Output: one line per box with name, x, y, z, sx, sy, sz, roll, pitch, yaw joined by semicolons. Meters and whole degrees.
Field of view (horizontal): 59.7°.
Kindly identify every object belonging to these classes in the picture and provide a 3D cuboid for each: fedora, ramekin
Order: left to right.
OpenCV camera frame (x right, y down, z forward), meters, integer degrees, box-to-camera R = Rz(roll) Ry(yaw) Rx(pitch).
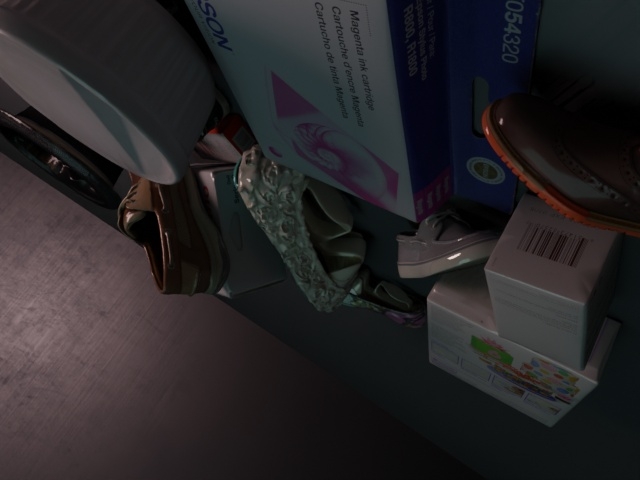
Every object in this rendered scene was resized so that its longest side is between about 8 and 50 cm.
fedora;-0.540;-0.218;1.225;0.334;0.153;0.334;30;162;11
ramekin;-0.246;-0.194;0.648;0.272;0.127;0.273;30;165;9

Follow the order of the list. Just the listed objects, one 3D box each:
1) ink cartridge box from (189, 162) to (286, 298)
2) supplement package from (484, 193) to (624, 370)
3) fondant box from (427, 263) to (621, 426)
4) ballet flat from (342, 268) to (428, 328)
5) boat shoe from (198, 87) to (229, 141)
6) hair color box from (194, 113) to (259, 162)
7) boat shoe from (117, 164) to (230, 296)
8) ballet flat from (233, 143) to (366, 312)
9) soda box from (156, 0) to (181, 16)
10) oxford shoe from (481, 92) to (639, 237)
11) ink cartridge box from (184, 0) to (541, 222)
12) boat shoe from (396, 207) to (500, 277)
ink cartridge box;-0.195;-0.030;1.011;0.289;0.121;0.211;10;110;52
supplement package;0.259;0.050;0.618;0.105;0.105;0.179;21;158;32
fondant box;0.295;0.168;0.882;0.238;0.096;0.330;26;162;22
ballet flat;0.108;0.102;1.093;0.221;0.077;0.079;20;140;23
boat shoe;-0.242;-0.236;0.792;0.233;0.079;0.084;39;161;-11
hair color box;-0.163;-0.164;0.895;0.141;0.043;0.072;13;153;45
boat shoe;-0.258;-0.051;0.883;0.324;0.116;0.123;56;138;26
ballet flat;0.000;0.000;0.915;0.146;0.147;0.409;21;158;34
soda box;-0.221;-0.308;0.603;0.060;0.053;0.169;25;160;24
oxford shoe;0.256;-0.054;0.415;0.271;0.097;0.098;28;142;5
ink cartridge box;0.035;-0.146;0.562;0.330;0.071;0.324;26;160;26
boat shoe;0.151;0.002;0.716;0.227;0.079;0.081;155;102;-74
